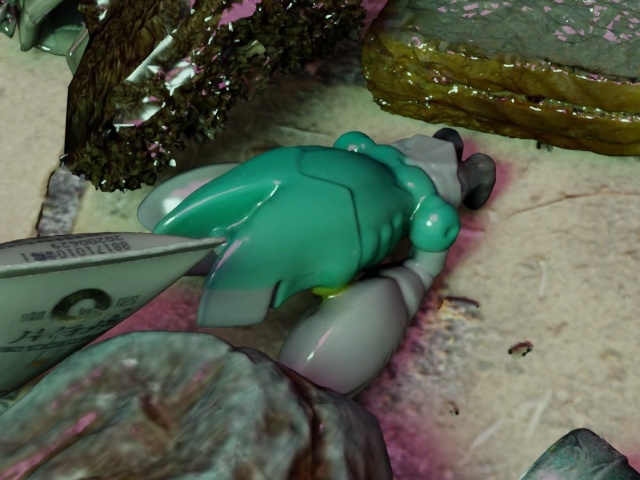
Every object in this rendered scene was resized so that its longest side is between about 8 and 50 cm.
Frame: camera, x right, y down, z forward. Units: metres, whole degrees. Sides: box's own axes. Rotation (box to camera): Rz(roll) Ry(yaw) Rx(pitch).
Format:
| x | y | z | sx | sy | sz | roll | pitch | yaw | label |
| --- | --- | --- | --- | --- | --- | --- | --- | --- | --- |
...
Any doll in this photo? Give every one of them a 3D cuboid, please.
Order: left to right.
| x | y | z | sx | sy | sz | roll | pitch | yaw | label |
| --- | --- | --- | --- | --- | --- | --- | --- | --- | --- |
| 0.008 | 0.012 | 0.972 | 0.258 | 0.153 | 0.195 | -2 | 37 | -18 | doll |

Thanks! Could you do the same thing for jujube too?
| x | y | z | sx | sy | sz | roll | pitch | yaw | label |
| --- | --- | --- | --- | --- | --- | --- | --- | --- | --- |
| -0.095 | 0.184 | 0.811 | 0.308 | 0.215 | 0.246 | -36 | 38 | -20 | jujube |

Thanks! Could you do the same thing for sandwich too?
| x | y | z | sx | sy | sz | roll | pitch | yaw | label |
| --- | --- | --- | --- | --- | --- | --- | --- | --- | --- |
| 0.193 | -0.209 | 1.115 | 0.271 | 0.099 | 0.301 | 8 | 57 | 14 | sandwich |

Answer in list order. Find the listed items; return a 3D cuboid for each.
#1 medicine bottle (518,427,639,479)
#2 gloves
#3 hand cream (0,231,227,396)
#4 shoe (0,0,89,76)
| x | y | z | sx | sy | sz | roll | pitch | yaw | label |
| --- | --- | --- | --- | --- | --- | --- | --- | --- | --- |
| 0.228 | 0.229 | 0.804 | 0.293 | 0.141 | 0.141 | 39 | 67 | 24 | medicine bottle |
| -0.061 | -0.160 | 0.993 | 0.312 | 0.135 | 0.210 | -41 | 25 | -12 | gloves |
| -0.173 | 0.035 | 0.859 | 0.140 | 0.314 | 0.089 | -9 | 80 | -28 | hand cream |
| -0.213 | -0.224 | 1.138 | 0.149 | 0.109 | 0.293 | -32 | 65 | -23 | shoe |
